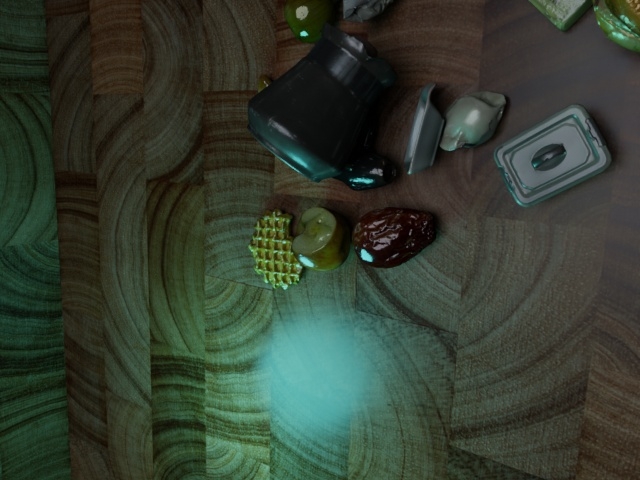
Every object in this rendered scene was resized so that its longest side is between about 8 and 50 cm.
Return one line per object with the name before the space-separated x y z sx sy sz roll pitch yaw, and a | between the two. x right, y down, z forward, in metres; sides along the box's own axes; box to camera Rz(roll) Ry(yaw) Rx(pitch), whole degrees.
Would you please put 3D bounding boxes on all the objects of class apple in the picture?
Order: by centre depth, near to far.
apple | 0.000 0.000 1.665 0.173 0.160 0.195 7 61 19

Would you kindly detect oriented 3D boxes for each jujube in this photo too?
jujube | 0.204 -0.013 1.535 0.236 0.168 0.168 -15 88 21

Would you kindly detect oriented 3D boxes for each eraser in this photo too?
eraser | 0.530 -0.574 1.257 0.117 0.058 0.172 -47 71 32

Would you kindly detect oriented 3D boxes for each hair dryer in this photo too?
hair dryer | 0.111 -0.325 1.600 0.304 0.120 0.359 19 98 47

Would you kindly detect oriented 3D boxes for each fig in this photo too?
fig | -0.015 -0.664 1.599 0.186 0.148 0.142 -37 55 -5

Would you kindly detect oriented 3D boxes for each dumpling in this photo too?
dumpling | 0.367 -0.308 1.404 0.150 0.092 0.176 56 134 34

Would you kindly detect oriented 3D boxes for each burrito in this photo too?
burrito | 0.125 -0.801 1.465 0.139 0.101 0.445 1 89 28

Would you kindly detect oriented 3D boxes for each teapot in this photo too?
teapot | 0.006 -0.374 1.490 0.305 0.376 0.361 36 100 -19

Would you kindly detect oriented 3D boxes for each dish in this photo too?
dish | 0.277 -0.289 1.451 0.064 0.154 0.234 11 109 0

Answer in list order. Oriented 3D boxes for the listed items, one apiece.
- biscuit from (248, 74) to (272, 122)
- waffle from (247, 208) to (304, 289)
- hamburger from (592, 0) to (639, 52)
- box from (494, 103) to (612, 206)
biscuit | -0.131 -0.412 1.765 0.208 0.047 0.164 32 114 27
waffle | -0.136 0.033 1.837 0.253 0.056 0.249 44 120 24
hamburger | 0.684 -0.508 1.063 0.314 0.170 0.289 -2 91 8
box | 0.532 -0.190 1.275 0.227 0.130 0.162 -30 79 34
